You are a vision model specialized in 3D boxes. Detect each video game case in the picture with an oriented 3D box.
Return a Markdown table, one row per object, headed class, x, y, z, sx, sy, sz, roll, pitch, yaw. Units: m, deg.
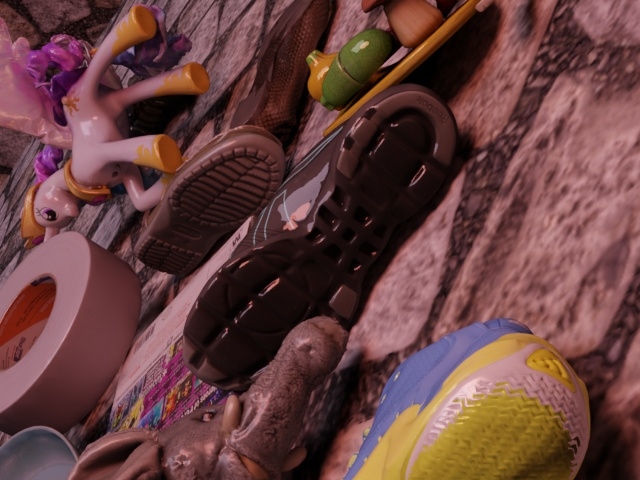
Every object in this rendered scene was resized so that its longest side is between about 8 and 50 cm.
| class | x | y | z | sx | sy | sz | roll | pitch | yaw |
| --- | --- | --- | --- | --- | --- | --- | --- | --- | --- |
| video game case | -0.118 | 0.120 | 0.870 | 0.232 | 0.042 | 0.210 | -45 | 26 | 32 |

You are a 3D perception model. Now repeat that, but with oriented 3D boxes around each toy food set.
| class | x | y | z | sx | sy | sz | roll | pitch | yaw |
| --- | --- | --- | --- | --- | --- | --- | --- | --- | --- |
| toy food set | 0.057 | -0.168 | 0.765 | 0.218 | 0.071 | 0.128 | -37 | 8 | 42 |

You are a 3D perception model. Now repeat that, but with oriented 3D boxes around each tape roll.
| class | x | y | z | sx | sy | sz | roll | pitch | yaw |
| --- | --- | --- | --- | --- | --- | --- | --- | --- | --- |
| tape roll | -0.288 | 0.102 | 1.045 | 0.219 | 0.072 | 0.219 | -30 | 40 | 29 |

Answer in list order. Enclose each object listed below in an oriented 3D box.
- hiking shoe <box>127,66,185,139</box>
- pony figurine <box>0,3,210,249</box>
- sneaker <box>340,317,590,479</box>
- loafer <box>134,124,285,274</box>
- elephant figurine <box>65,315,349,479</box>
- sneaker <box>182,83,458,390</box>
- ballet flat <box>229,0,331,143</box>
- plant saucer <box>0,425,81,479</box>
| class | x | y | z | sx | sy | sz | roll | pitch | yaw |
| --- | --- | --- | --- | --- | --- | --- | --- | --- | --- |
| hiking shoe | -0.260 | -0.208 | 1.547 | 0.227 | 0.086 | 0.114 | -177 | 99 | -69 |
| pony figurine | -0.320 | -0.172 | 1.345 | 0.363 | 0.303 | 0.351 | -22 | 74 | 38 |
| sneaker | 0.044 | 0.135 | 0.485 | 0.240 | 0.091 | 0.126 | -52 | 5 | 20 |
| loafer | -0.119 | -0.054 | 1.017 | 0.251 | 0.094 | 0.087 | -36 | 36 | 45 |
| elephant figurine | -0.084 | 0.178 | 0.628 | 0.239 | 0.186 | 0.169 | -73 | -20 | -53 |
| sneaker | 0.000 | 0.000 | 0.727 | 0.267 | 0.101 | 0.106 | -48 | 13 | 6 |
| ballet flat | -0.032 | -0.188 | 1.064 | 0.084 | 0.058 | 0.250 | -32 | 31 | 44 |
| plant saucer | -0.262 | 0.321 | 0.846 | 0.317 | 0.044 | 0.317 | -27 | 53 | 42 |
